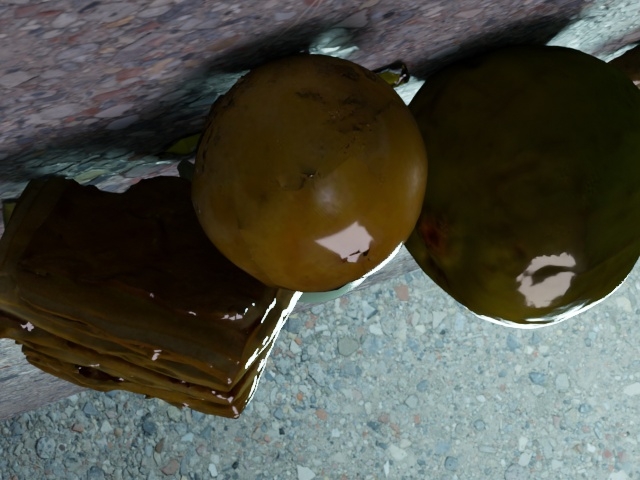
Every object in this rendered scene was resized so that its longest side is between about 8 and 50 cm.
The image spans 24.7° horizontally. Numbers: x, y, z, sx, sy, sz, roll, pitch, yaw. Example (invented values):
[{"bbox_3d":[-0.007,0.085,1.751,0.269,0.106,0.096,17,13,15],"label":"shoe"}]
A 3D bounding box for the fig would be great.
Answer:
[{"bbox_3d":[0.254,-0.071,1.703,0.343,0.343,0.343,-18,172,-3],"label":"fig"}]

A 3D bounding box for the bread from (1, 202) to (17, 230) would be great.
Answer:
[{"bbox_3d":[-0.318,0.046,1.728,0.163,0.168,0.264,-23,168,32],"label":"bread"}]

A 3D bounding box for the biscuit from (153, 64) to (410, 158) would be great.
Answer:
[{"bbox_3d":[-0.041,-0.134,1.587,0.291,0.026,0.048,-18,176,2],"label":"biscuit"}]

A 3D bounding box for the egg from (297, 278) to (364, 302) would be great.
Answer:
[{"bbox_3d":[0.000,0.000,2.094,0.168,0.168,0.231,-11,166,-42],"label":"egg"}]

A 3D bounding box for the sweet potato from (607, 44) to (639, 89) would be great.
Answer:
[{"bbox_3d":[0.438,-0.234,1.883,0.273,0.067,0.067,-29,168,23],"label":"sweet potato"}]

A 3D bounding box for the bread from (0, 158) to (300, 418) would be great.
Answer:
[{"bbox_3d":[-0.166,0.037,1.560,0.314,0.192,0.370,16,-145,5],"label":"bread"}]

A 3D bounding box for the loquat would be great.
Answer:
[{"bbox_3d":[-0.010,-0.066,1.397,0.235,0.235,0.235,-18,172,-3],"label":"loquat"}]
